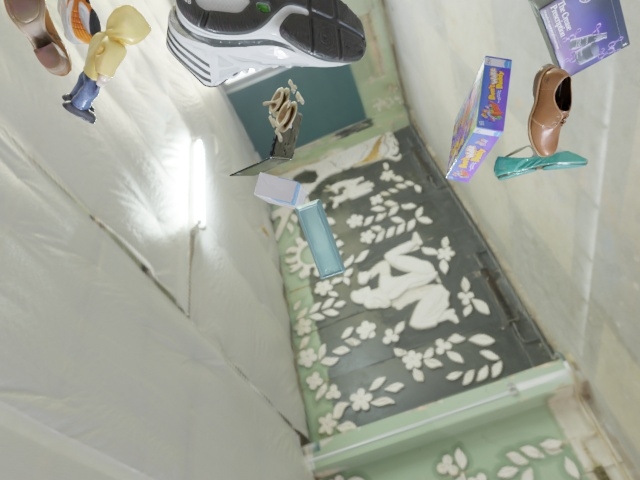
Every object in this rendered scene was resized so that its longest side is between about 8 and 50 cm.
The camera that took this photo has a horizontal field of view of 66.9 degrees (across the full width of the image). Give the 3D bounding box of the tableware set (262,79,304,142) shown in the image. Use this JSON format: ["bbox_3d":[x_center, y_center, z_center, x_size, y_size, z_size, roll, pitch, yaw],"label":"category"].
[{"bbox_3d":[-0.107,-0.356,1.295,0.039,0.128,0.194,21,-155,-28],"label":"tableware set"}]

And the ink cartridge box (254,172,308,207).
[{"bbox_3d":[-0.100,-0.125,1.300,0.181,0.104,0.062,22,-97,-81],"label":"ink cartridge box"}]

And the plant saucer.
[{"bbox_3d":[0.000,0.000,1.173,0.018,0.067,0.192,-74,-36,-77],"label":"plant saucer"}]

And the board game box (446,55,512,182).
[{"bbox_3d":[0.481,-0.358,1.495,0.347,0.078,0.233,87,-165,-73],"label":"board game box"}]

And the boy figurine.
[{"bbox_3d":[-0.511,-0.428,1.155,0.092,0.285,0.177,30,-166,-40],"label":"boy figurine"}]

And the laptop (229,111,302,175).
[{"bbox_3d":[-0.184,-0.338,1.696,0.234,0.136,0.264,-31,-44,-74],"label":"laptop"}]

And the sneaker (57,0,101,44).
[{"bbox_3d":[-0.648,-0.645,1.264,0.099,0.121,0.263,-7,-79,-50],"label":"sneaker"}]

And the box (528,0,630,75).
[{"bbox_3d":[0.708,-0.604,1.325,0.261,0.184,0.103,39,-147,-40],"label":"box"}]

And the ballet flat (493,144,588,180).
[{"bbox_3d":[0.618,-0.232,1.369,0.083,0.247,0.087,-5,-92,-71],"label":"ballet flat"}]

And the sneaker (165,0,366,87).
[{"bbox_3d":[-0.131,-0.456,1.105,0.257,0.447,0.169,-13,80,60],"label":"sneaker"}]

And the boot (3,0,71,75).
[{"bbox_3d":[-0.579,-0.439,1.005,0.152,0.073,0.197,-142,37,-68],"label":"boot"}]

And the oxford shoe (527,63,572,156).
[{"bbox_3d":[0.502,-0.267,1.051,0.076,0.076,0.212,55,166,51],"label":"oxford shoe"}]
